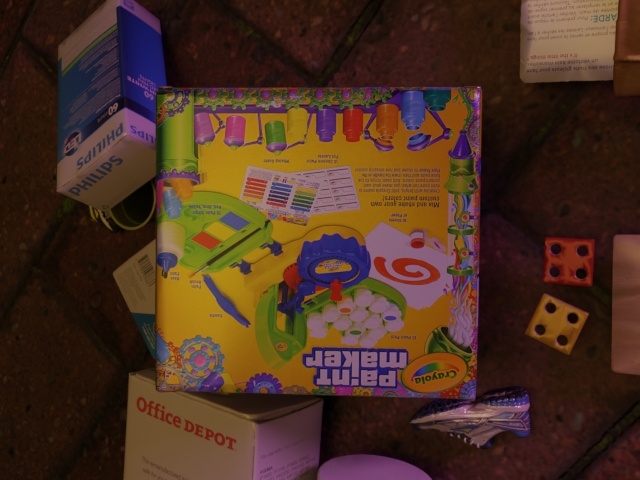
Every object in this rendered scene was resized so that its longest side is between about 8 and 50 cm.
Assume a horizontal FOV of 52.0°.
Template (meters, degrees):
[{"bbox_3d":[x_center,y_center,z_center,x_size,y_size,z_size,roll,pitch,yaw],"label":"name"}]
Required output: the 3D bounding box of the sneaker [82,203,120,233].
[{"bbox_3d":[-0.319,-0.038,0.959,0.083,0.031,0.035,51,125,21],"label":"sneaker"}]

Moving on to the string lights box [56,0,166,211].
[{"bbox_3d":[-0.269,-0.182,0.846,0.133,0.077,0.259,-30,55,25],"label":"string lights box"}]

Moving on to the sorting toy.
[{"bbox_3d":[0.338,0.060,0.618,0.275,0.046,0.132,1,92,26],"label":"sorting toy"}]

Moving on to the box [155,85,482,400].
[{"bbox_3d":[0.000,0.000,0.661,0.290,0.177,0.279,1,92,3],"label":"box"}]

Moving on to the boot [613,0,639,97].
[{"bbox_3d":[0.382,-0.130,0.529,0.270,0.089,0.236,6,122,25],"label":"boot"}]

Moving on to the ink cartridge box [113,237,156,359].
[{"bbox_3d":[-0.143,0.038,0.842,0.231,0.078,0.134,-33,78,24],"label":"ink cartridge box"}]

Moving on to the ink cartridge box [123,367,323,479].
[{"bbox_3d":[-0.126,0.322,0.799,0.226,0.131,0.306,9,95,37],"label":"ink cartridge box"}]

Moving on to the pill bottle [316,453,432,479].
[{"bbox_3d":[0.046,0.409,0.703,0.182,0.181,0.322,7,95,26],"label":"pill bottle"}]

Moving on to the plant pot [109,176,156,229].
[{"bbox_3d":[-0.228,-0.056,0.881,0.083,0.079,0.083,1,92,26],"label":"plant pot"}]

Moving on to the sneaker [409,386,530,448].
[{"bbox_3d":[0.162,0.200,0.711,0.135,0.052,0.058,-16,89,27],"label":"sneaker"}]

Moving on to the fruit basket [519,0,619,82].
[{"bbox_3d":[0.345,-0.323,0.567,0.327,0.165,0.353,3,109,27],"label":"fruit basket"}]
